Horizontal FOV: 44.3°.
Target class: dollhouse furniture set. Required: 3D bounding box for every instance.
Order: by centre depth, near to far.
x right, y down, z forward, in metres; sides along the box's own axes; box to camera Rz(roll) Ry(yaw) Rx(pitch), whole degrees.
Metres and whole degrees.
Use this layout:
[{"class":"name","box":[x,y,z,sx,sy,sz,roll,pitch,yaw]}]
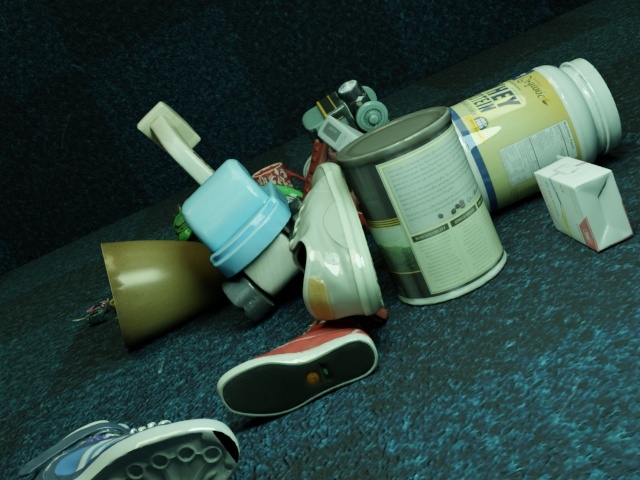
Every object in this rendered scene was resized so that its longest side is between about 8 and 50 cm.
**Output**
[{"class":"dollhouse furniture set","box":[0.104,-0.112,1.668,0.201,0.152,0.374,11,7,-15]}]

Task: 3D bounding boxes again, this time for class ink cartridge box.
[{"class":"ink cartridge box","box":[0.416,-0.066,1.279,0.067,0.115,0.198,-25,15,0]},{"class":"ink cartridge box","box":[0.130,-0.165,1.636,0.066,0.232,0.189,-56,42,10]}]

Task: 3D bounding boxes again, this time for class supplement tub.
[{"class":"supplement tub","box":[0.398,-0.204,1.547,0.316,0.228,0.228,-25,16,2]}]

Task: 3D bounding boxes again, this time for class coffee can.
[{"class":"coffee can","box":[0.172,-0.058,1.325,0.202,0.275,0.201,-23,15,7]}]

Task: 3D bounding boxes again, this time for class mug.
[{"class":"mug","box":[-0.097,-0.126,2.148,0.150,0.169,0.113,-34,17,-27]}]

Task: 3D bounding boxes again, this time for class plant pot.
[{"class":"plant pot","box":[-0.339,0.094,1.762,0.254,0.237,0.237,-14,13,-14]}]

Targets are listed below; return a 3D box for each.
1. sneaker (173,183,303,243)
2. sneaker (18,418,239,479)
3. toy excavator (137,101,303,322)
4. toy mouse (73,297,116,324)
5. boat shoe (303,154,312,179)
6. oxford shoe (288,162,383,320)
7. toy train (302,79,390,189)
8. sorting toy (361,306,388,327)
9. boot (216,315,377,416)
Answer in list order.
[{"class":"sneaker","box":[-0.178,-0.034,1.881,0.344,0.134,0.146,-11,37,-2]},{"class":"sneaker","box":[-0.264,0.296,1.108,0.323,0.130,0.236,-30,20,4]},{"class":"toy excavator","box":[-0.208,-0.102,1.655,0.222,0.445,0.433,-43,14,5]},{"class":"toy mouse","box":[-0.594,0.195,2.118,0.143,0.031,0.161,-29,16,-14]},{"class":"boat shoe","box":[0.132,-0.227,2.238,0.367,0.135,0.156,-16,19,-3]},{"class":"oxford shoe","box":[0.008,-0.011,1.361,0.130,0.169,0.449,-17,29,3]},{"class":"toy train","box":[0.098,-0.225,1.908,0.190,0.334,0.142,-30,35,5]},{"class":"sorting toy","box":[0.078,0.119,1.330,0.042,0.061,0.102,-59,7,5]},{"class":"boot","box":[-0.041,0.184,1.228,0.244,0.088,0.176,-18,15,-3]}]
